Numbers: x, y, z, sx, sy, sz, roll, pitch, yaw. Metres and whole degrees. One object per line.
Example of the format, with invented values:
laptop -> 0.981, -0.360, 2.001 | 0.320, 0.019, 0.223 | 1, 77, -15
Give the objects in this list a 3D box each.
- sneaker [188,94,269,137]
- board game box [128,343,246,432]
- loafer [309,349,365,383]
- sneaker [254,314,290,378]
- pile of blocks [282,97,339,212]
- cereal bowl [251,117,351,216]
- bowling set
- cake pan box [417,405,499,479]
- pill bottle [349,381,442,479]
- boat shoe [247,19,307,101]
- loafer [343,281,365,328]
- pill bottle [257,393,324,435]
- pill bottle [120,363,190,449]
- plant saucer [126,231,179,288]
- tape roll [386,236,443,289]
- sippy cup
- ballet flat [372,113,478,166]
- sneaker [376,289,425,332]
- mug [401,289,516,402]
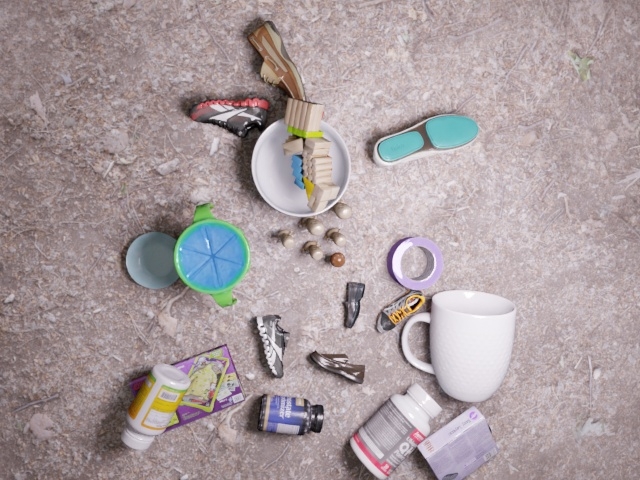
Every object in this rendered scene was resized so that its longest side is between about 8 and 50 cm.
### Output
sneaker -> -0.310, -0.418, 1.529 | 0.275, 0.097, 0.135 | -5, 89, -8
board game box -> -0.458, 0.520, 1.553 | 0.346, 0.056, 0.208 | -19, 97, -6
loafer -> 0.064, 0.438, 1.600 | 0.220, 0.080, 0.078 | 27, 78, -11
sneaker -> -0.150, 0.367, 1.567 | 0.106, 0.078, 0.234 | -16, 90, -3
pile of blocks -> -0.025, -0.275, 1.432 | 0.112, 0.148, 0.362 | -17, 102, -49
cereal bowl -> -0.068, -0.245, 1.534 | 0.338, 0.141, 0.339 | 0, 89, -6
bowling set -> 0.000, 0.000, 1.566 | 0.287, 0.154, 0.200 | -25, 112, -7
cake pan box -> 0.504, 0.748, 1.603 | 0.266, 0.070, 0.246 | -34, 123, -4
pill bottle -> 0.270, 0.659, 1.568 | 0.318, 0.176, 0.176 | -44, 95, -4
boat shoe -> -0.151, -0.590, 1.543 | 0.119, 0.122, 0.324 | -26, 85, 0
loafer -> 0.114, 0.232, 1.611 | 0.061, 0.062, 0.170 | 14, 86, 16
pill bottle -> -0.103, 0.610, 1.554 | 0.219, 0.123, 0.123 | 9, 90, -7
pill bottle -> -0.542, 0.542, 1.452 | 0.136, 0.136, 0.246 | 29, 87, -6
plant saucer -> -0.565, 0.068, 1.538 | 0.194, 0.037, 0.195 | 0, 91, -7
tape roll -> 0.342, 0.081, 1.618 | 0.188, 0.080, 0.189 | 0, 92, -6
sippy cup -> -0.342, 0.048, 1.469 | 0.240, 0.224, 0.306 | 22, 88, -5
ballet flat -> 0.363, -0.350, 1.592 | 0.400, 0.139, 0.139 | -18, 93, -10
sneaker -> 0.290, 0.254, 1.613 | 0.215, 0.083, 0.084 | -43, 96, -3
mug -> 0.471, 0.365, 1.560 | 0.373, 0.276, 0.328 | 4, 101, 18
